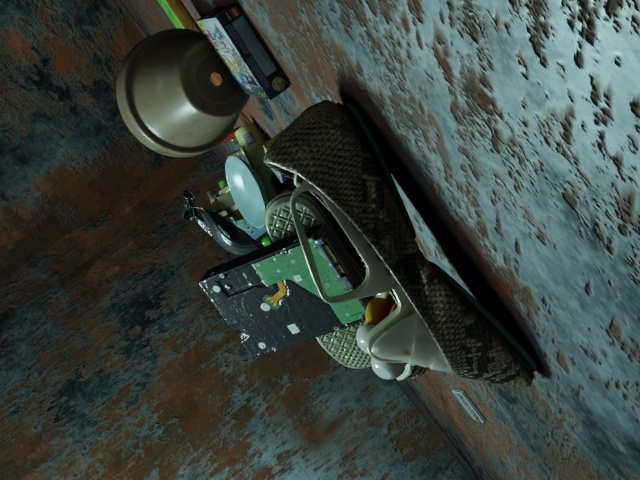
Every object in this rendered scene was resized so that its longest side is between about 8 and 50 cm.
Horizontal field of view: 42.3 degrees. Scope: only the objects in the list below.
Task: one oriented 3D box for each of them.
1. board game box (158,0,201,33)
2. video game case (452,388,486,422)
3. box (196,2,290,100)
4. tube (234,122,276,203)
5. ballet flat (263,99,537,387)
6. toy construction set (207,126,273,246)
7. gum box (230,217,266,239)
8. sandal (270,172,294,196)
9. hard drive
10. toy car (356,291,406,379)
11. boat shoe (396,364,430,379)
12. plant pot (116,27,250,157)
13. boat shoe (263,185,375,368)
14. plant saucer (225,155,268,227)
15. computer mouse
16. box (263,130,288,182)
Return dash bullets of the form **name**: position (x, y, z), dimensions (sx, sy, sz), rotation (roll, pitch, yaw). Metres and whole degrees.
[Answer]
- **board game box**: position (-0.348, -0.547, 1.890), dimensions (0.259, 0.039, 0.124), rotation (53, 175, -22)
- **video game case**: position (0.355, 0.395, 1.978), dimensions (0.087, 0.011, 0.122), rotation (53, 175, 6)
- **box**: position (-0.139, -0.328, 1.436), dimensions (0.159, 0.044, 0.233), rotation (56, 174, -20)
- **tube**: position (-0.136, -0.178, 2.067), dimensions (0.240, 0.062, 0.070), rotation (62, 165, 9)
- **ballet flat**: position (0.089, 0.044, 1.118), dimensions (0.483, 0.182, 0.164), rotation (54, 174, -7)
- **toy construction set**: position (-0.249, -0.142, 2.269), dimensions (0.257, 0.237, 0.309), rotation (-76, -37, -61)
- **gum box**: position (-0.187, -0.104, 2.524), dimensions (0.157, 0.184, 0.041), rotation (50, 174, 27)
- **sandal**: position (-0.040, -0.062, 1.996), dimensions (0.254, 0.097, 0.054), rotation (54, 174, -5)
- **hard drive**: position (-0.073, 0.117, 1.840), dimensions (0.237, 0.339, 0.064), rotation (56, -148, -20)
- **toy car**: position (0.171, 0.195, 1.736), dimensions (0.136, 0.159, 0.182), rotation (-2, 131, 35)
- **boat shoe**: position (0.214, 0.274, 1.973), dimensions (0.324, 0.097, 0.116), rotation (128, 146, -81)
- **plant pot**: position (-0.249, -0.302, 1.643), dimensions (0.263, 0.263, 0.229), rotation (55, 158, -19)
- **boat shoe**: position (0.026, 0.084, 1.932), dimensions (0.500, 0.187, 0.156), rotation (61, -165, -22)
- **plant saucer**: position (-0.175, -0.127, 2.077), dimensions (0.195, 0.037, 0.195), rotation (46, 150, 36)
- **computer mouse**: position (-0.286, -0.021, 2.257), dimensions (0.262, 0.060, 0.184), rotation (37, 161, 1)
- **box**: position (-0.086, -0.184, 1.848), dimensions (0.059, 0.054, 0.169), rotation (53, 175, 8)
